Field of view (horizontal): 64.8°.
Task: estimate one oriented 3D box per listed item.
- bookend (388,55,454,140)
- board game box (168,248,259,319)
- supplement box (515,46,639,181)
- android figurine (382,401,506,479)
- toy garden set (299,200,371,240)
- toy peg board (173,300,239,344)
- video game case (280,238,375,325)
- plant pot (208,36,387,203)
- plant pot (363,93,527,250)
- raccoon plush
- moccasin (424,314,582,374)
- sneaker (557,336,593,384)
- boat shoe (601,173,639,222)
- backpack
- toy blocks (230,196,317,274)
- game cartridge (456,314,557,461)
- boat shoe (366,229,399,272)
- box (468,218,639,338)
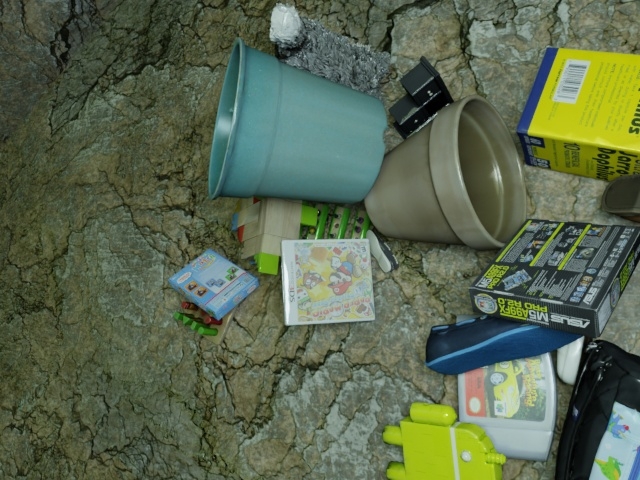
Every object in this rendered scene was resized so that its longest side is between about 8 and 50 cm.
[{"bbox_3d":[0.236,-0.347,1.258,0.156,0.157,0.072,-38,62,14],"label":"bookend"},{"bbox_3d":[-0.307,0.120,1.449,0.211,0.039,0.160,28,53,31],"label":"board game box"},{"bbox_3d":[0.608,-0.234,1.003,0.356,0.194,0.195,19,86,31],"label":"supplement box"},{"bbox_3d":[0.257,0.465,1.054,0.273,0.056,0.248,-5,89,39],"label":"android figurine"},{"bbox_3d":[0.000,0.000,1.357,0.244,0.049,0.204,11,82,30],"label":"toy garden set"},{"bbox_3d":[-0.337,0.197,1.471,0.161,0.079,0.160,23,89,31],"label":"toy peg board"},{"bbox_3d":[0.019,0.099,1.241,0.227,0.026,0.206,-1,80,-15],"label":"video game case"},{"bbox_3d":[-0.054,-0.231,1.122,0.341,0.334,0.341,-172,90,-71],"label":"plant pot"},{"bbox_3d":[0.261,-0.119,1.127,0.280,0.323,0.323,-14,69,43],"label":"plant pot"},{"bbox_3d":[0.036,-0.420,1.239,0.299,0.446,0.216,14,110,-2],"label":"raccoon plush"},{"bbox_3d":[0.344,0.167,0.995,0.342,0.138,0.117,-25,44,34],"label":"moccasin"},{"bbox_3d":[0.490,0.144,1.031,0.123,0.106,0.290,2,68,35],"label":"sneaker"},{"bbox_3d":[0.651,-0.066,0.891,0.104,0.307,0.111,19,99,-11],"label":"boat shoe"},{"bbox_3d":[0.516,0.387,0.852,0.273,0.290,0.355,27,97,17],"label":"backpack"},{"bbox_3d":[-0.153,-0.082,1.375,0.261,0.191,0.381,-17,65,58],"label":"toy blocks"},{"bbox_3d":[0.391,0.302,1.064,0.196,0.060,0.294,-5,75,23],"label":"game cartridge"},{"bbox_3d":[0.156,0.024,1.273,0.125,0.038,0.046,61,149,32],"label":"boat shoe"},{"bbox_3d":[0.434,0.053,0.924,0.216,0.270,0.060,7,125,44],"label":"box"}]
